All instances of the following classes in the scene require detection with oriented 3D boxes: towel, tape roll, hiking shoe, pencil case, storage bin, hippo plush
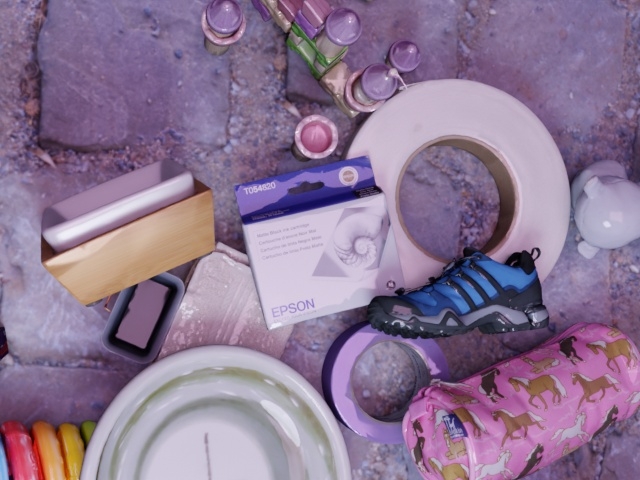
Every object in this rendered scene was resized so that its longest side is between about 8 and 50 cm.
[{"bbox_3d":[-0.145,0.158,1.384,0.187,0.049,0.282,25,82,-21],"label":"towel"},{"bbox_3d":[0.210,-0.065,1.474,0.391,0.072,0.392,1,86,-11],"label":"tape roll"},{"bbox_3d":[0.200,0.077,1.372,0.304,0.113,0.132,0,80,-27],"label":"hiking shoe"},{"bbox_3d":[0.316,0.249,1.390,0.386,0.160,0.167,-16,124,-28],"label":"pencil case"},{"bbox_3d":[0.101,0.217,1.430,0.188,0.080,0.189,1,87,-12],"label":"tape roll"},{"bbox_3d":[-0.269,0.106,1.357,0.098,0.091,0.135,24,81,-9],"label":"storage bin"},{"bbox_3d":[0.524,-0.028,1.468,0.236,0.294,0.234,-10,120,7],"label":"hippo plush"}]

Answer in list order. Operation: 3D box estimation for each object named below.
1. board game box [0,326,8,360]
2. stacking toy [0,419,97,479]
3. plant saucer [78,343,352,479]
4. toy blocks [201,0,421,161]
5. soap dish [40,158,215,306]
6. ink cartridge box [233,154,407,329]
[{"bbox_3d":[-0.610,0.176,1.226,0.346,0.208,0.056,-9,88,-11],"label":"board game box"},{"bbox_3d":[-0.328,0.318,1.315,0.301,0.175,0.166,-9,91,-23],"label":"stacking toy"},{"bbox_3d":[-0.149,0.350,1.286,0.400,0.100,0.401,7,74,-27],"label":"plant saucer"},{"bbox_3d":[0.017,-0.318,1.355,0.309,0.260,0.289,-41,94,-11],"label":"toy blocks"},{"bbox_3d":[-0.269,-0.017,1.273,0.228,0.291,0.118,-24,105,-12],"label":"soap dish"},{"bbox_3d":[0.000,0.000,1.372,0.223,0.045,0.224,-14,90,-9],"label":"ink cartridge box"}]
